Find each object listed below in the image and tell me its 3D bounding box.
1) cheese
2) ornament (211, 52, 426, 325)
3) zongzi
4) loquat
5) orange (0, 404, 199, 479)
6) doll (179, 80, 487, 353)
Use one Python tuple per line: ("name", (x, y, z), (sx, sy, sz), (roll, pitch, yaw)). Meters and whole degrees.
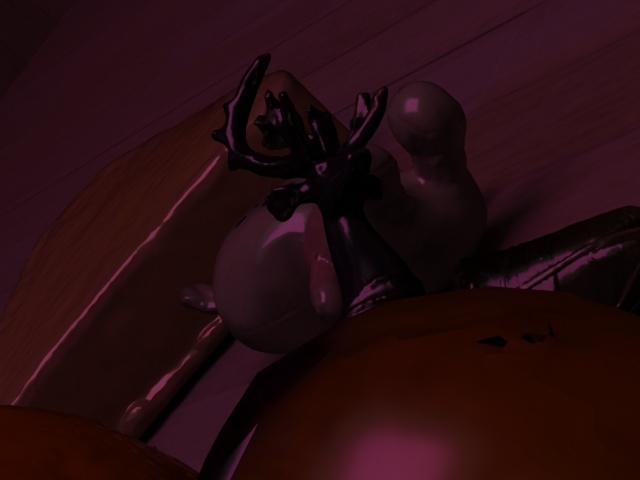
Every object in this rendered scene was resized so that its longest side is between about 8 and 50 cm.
("cheese", (-0.159, 0.051, 1.431), (0.384, 0.104, 0.384), (-42, 19, 19))
("ornament", (-0.004, 0.021, 0.967), (0.202, 0.080, 0.236), (-60, 41, 45))
("zongzi", (0.141, 0.049, 0.877), (0.154, 0.062, 0.130), (-20, 52, 26))
("loquat", (0.060, 0.129, 0.577), (0.235, 0.235, 0.235), (-42, 19, 18))
("orange", (-0.157, 0.228, 0.747), (0.341, 0.293, 0.340), (-37, 16, 13))
("doll", (0.011, 0.008, 1.143), (0.155, 0.113, 0.275), (-51, 9, -37))
